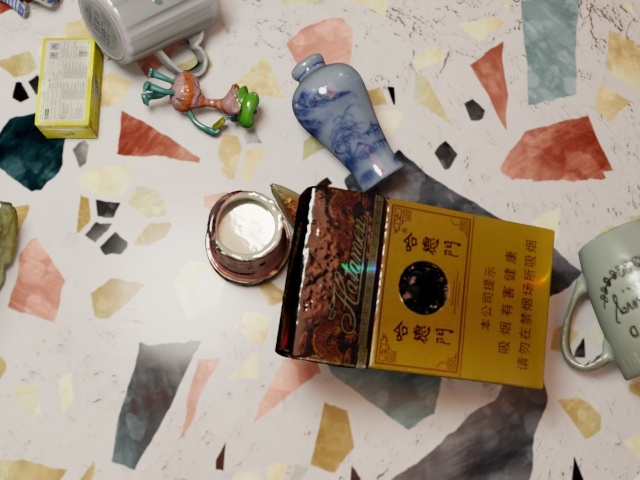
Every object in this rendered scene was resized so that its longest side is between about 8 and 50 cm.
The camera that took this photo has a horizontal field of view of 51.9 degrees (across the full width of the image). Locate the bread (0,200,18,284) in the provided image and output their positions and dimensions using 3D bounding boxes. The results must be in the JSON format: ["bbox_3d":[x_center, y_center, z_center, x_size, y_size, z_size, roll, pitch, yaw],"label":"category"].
[{"bbox_3d":[-0.633,0.052,0.931,0.239,0.395,0.264,11,93,-1],"label":"bread"}]

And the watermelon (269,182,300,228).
[{"bbox_3d":[0.005,-0.004,1.121,0.063,0.119,0.245,-38,87,1],"label":"watermelon"}]

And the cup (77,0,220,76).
[{"bbox_3d":[-0.289,-0.401,1.171,0.202,0.167,0.221,-40,88,-27],"label":"cup"}]

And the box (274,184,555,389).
[{"bbox_3d":[0.149,0.080,1.031,0.415,0.116,0.265,11,81,-14],"label":"box"}]

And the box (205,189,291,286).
[{"bbox_3d":[-0.123,-0.008,1.106,0.151,0.135,0.151,1,75,-3],"label":"box"}]

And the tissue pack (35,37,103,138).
[{"bbox_3d":[-0.454,-0.276,1.195,0.095,0.062,0.176,-2,75,-3],"label":"tissue pack"}]

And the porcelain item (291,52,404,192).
[{"bbox_3d":[0.044,-0.214,1.181,0.141,0.141,0.259,-35,88,-13],"label":"porcelain item"}]

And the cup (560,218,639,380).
[{"bbox_3d":[0.516,0.111,1.115,0.258,0.186,0.234,-29,67,16],"label":"cup"}]

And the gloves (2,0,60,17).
[{"bbox_3d":[-0.595,-0.507,1.243,0.229,0.097,0.119,27,104,-1],"label":"gloves"}]

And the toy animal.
[{"bbox_3d":[-0.219,-0.247,1.190,0.208,0.100,0.103,11,102,-14],"label":"toy animal"}]
